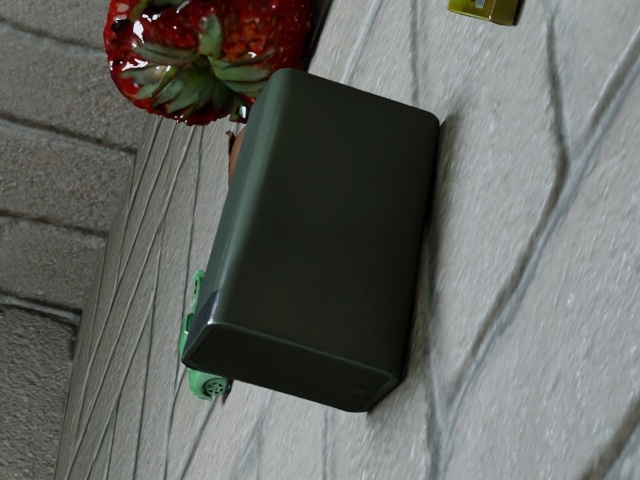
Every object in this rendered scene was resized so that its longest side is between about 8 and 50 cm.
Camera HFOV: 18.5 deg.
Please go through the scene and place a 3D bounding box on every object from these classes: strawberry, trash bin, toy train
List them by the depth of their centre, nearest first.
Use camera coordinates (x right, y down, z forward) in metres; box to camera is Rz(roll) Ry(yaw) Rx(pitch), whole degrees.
[{"bbox_3d":[0.000,0.000,1.618,0.122,0.164,0.240,130,156,-64],"label":"trash bin"},{"bbox_3d":[-0.132,0.115,2.328,0.099,0.081,0.149,-90,19,-51],"label":"toy train"},{"bbox_3d":[-0.130,-0.279,2.431,0.261,0.261,0.258,117,160,-48],"label":"strawberry"}]

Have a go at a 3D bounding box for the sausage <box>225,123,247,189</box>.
[{"bbox_3d":[-0.058,-0.016,2.099,0.094,0.094,0.419,-36,26,19],"label":"sausage"}]

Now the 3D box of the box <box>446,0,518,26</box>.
[{"bbox_3d":[0.138,-0.217,1.561,0.156,0.022,0.089,-139,63,-78],"label":"box"}]
